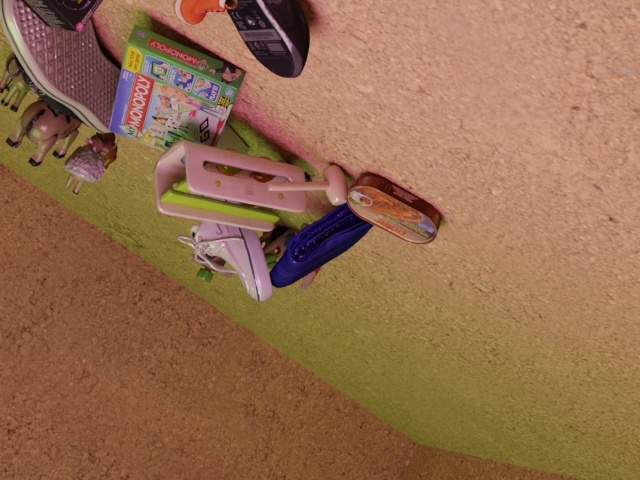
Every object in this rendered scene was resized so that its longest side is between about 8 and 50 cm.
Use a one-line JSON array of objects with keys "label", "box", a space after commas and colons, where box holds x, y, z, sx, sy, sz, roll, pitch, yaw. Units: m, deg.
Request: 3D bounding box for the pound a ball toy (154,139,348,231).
[{"label": "pound a ball toy", "box": [-0.130, -0.125, 2.018, 0.319, 0.136, 0.208, 9, 155, -36]}]

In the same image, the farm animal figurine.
[{"label": "farm animal figurine", "box": [-0.586, -0.294, 2.344, 0.330, 0.172, 0.327, 34, -156, -10]}]

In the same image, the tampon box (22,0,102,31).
[{"label": "tampon box", "box": [-0.451, -0.451, 1.762, 0.101, 0.120, 0.161, 17, 159, 39]}]

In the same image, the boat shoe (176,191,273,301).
[{"label": "boat shoe", "box": [-0.233, -0.016, 2.279, 0.136, 0.156, 0.367, 110, 137, -69]}]

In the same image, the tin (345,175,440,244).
[{"label": "tin", "box": [0.140, -0.058, 2.000, 0.189, 0.040, 0.106, 28, 143, -2]}]

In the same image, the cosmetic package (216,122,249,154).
[{"label": "cosmetic package", "box": [-0.252, -0.240, 2.140, 0.098, 0.060, 0.239, 13, 155, 40]}]

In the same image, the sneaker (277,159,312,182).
[{"label": "sneaker", "box": [-0.048, -0.132, 2.158, 0.069, 0.038, 0.098, 17, 168, 33]}]

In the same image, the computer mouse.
[{"label": "computer mouse", "box": [-0.087, -0.360, 1.522, 0.188, 0.072, 0.272, 15, 145, 47]}]

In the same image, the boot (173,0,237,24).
[{"label": "boot", "box": [-0.161, -0.345, 1.502, 0.084, 0.059, 0.158, 37, 156, 1]}]

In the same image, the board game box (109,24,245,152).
[{"label": "board game box", "box": [-0.279, -0.262, 1.984, 0.213, 0.046, 0.317, 21, 152, -7]}]

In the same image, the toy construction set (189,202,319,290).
[{"label": "toy construction set", "box": [-0.156, 0.033, 2.462, 0.308, 0.237, 0.257, 24, 162, 18]}]

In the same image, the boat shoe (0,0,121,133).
[{"label": "boat shoe", "box": [-0.519, -0.362, 2.041, 0.156, 0.187, 0.500, 19, 166, 15]}]

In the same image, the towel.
[{"label": "towel", "box": [0.000, 0.000, 2.175, 0.076, 0.227, 0.308, 58, 164, 6]}]
